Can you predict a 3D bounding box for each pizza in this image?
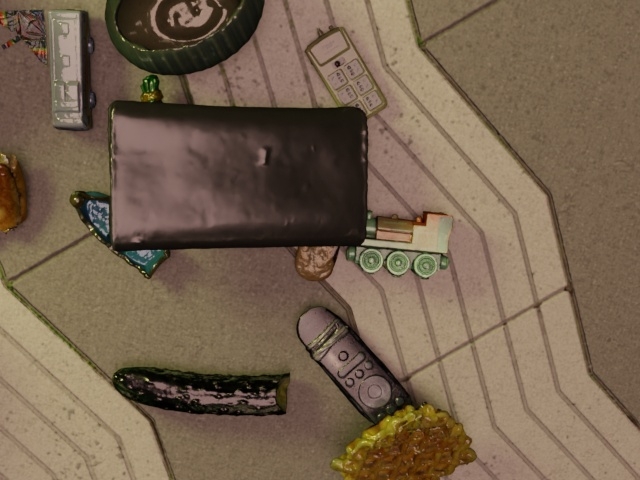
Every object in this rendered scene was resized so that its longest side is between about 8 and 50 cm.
[{"bbox_3d":[-0.578,-0.070,1.381,0.226,0.069,0.147,-18,124,2],"label":"pizza"}]

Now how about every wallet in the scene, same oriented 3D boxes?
[{"bbox_3d":[-0.123,-0.100,1.340,0.406,0.062,0.228,-1,94,-15],"label":"wallet"}]

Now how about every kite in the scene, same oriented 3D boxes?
[{"bbox_3d":[-0.470,-0.332,1.363,0.090,0.004,0.122,-42,101,4],"label":"kite"}]

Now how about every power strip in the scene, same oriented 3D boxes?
[{"bbox_3d":[0.039,-0.274,1.404,0.076,0.028,0.169,-32,102,3],"label":"power strip"}]

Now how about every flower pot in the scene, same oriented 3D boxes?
[{"bbox_3d":[-0.206,-0.352,1.304,0.243,0.157,0.189,-17,104,-2],"label":"flower pot"}]

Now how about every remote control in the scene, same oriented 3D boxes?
[{"bbox_3d":[0.056,0.221,1.495,0.090,0.066,0.266,-42,98,-9],"label":"remote control"}]

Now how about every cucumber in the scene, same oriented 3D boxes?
[{"bbox_3d":[-0.204,0.259,1.469,0.303,0.072,0.081,2,91,-4],"label":"cucumber"}]

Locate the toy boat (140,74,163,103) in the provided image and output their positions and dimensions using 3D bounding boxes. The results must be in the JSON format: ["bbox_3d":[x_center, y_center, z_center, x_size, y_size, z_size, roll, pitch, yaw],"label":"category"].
[{"bbox_3d":[-0.224,-0.155,1.375,0.088,0.089,0.229,-37,101,18],"label":"toy boat"}]

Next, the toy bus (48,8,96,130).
[{"bbox_3d":[-0.391,-0.266,1.347,0.064,0.075,0.191,0,101,-5],"label":"toy bus"}]

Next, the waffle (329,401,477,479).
[{"bbox_3d":[0.145,0.381,1.489,0.237,0.059,0.243,-34,130,9],"label":"waffle"}]

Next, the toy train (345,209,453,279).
[{"bbox_3d":[0.132,0.002,1.450,0.175,0.074,0.118,7,91,-1],"label":"toy train"}]

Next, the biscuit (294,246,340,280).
[{"bbox_3d":[0.000,0.000,1.462,0.071,0.018,0.147,13,101,-5],"label":"biscuit"}]

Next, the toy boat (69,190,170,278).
[{"bbox_3d":[-0.329,-0.018,1.401,0.075,0.077,0.185,-44,101,6],"label":"toy boat"}]
